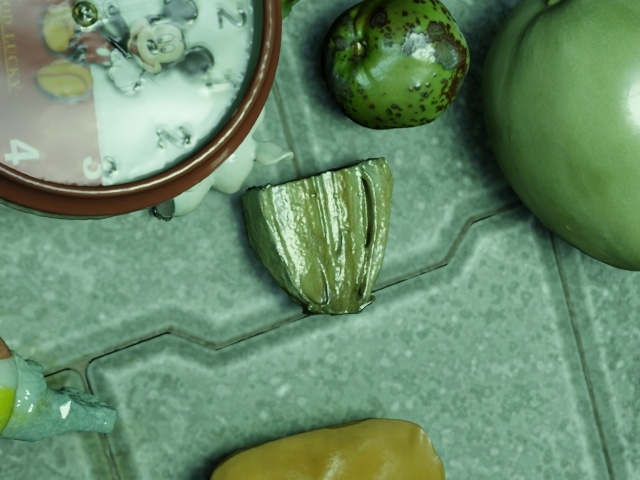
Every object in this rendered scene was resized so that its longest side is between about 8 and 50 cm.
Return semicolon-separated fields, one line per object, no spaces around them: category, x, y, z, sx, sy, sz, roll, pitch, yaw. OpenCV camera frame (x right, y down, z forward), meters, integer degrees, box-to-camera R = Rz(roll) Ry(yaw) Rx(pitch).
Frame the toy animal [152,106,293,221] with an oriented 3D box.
toy animal;-0.098;-0.073;1.240;0.124;0.085;0.071;-27;86;-24

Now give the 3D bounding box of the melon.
melon;0.284;-0.118;1.298;0.272;0.272;0.308;-53;132;-11

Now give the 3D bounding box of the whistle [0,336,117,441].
whistle;-0.271;0.123;1.165;0.223;0.123;0.123;14;88;-36

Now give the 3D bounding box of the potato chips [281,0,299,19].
potato chips;-0.224;-0.265;1.160;0.389;0.097;0.373;-33;95;-15

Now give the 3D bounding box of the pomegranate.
pomegranate;0.072;-0.177;1.279;0.125;0.138;0.163;50;40;-25

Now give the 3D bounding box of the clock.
clock;-0.185;-0.174;1.075;0.318;0.080;0.318;1;86;-18

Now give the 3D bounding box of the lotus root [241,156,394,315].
lotus root;-0.003;0.000;1.286;0.143;0.070;0.144;-7;92;-28

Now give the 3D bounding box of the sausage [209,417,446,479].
sausage;0.000;0.242;1.277;0.241;0.120;0.136;-12;84;-21
